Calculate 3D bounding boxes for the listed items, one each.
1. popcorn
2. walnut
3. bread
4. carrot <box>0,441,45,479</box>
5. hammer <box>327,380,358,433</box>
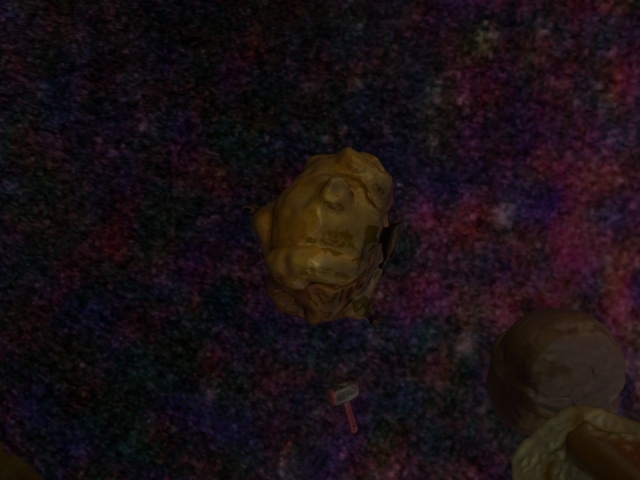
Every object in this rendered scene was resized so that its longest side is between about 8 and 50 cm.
[{"bbox_3d":[0.000,0.000,1.470,0.297,0.280,0.316,-49,162,-60],"label":"popcorn"},{"bbox_3d":[0.416,0.238,1.621,0.248,0.248,0.248,-17,115,-43],"label":"walnut"},{"bbox_3d":[0.403,0.367,1.003,0.210,0.300,0.341,-35,111,1],"label":"bread"},{"bbox_3d":[-0.325,0.330,0.837,0.340,0.241,0.242,-18,116,-56],"label":"carrot"},{"bbox_3d":[0.043,0.268,1.433,0.052,0.031,0.083,-18,96,-27],"label":"hammer"}]
